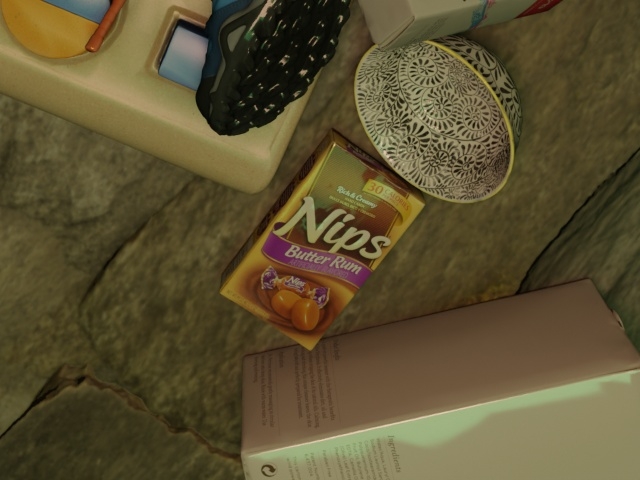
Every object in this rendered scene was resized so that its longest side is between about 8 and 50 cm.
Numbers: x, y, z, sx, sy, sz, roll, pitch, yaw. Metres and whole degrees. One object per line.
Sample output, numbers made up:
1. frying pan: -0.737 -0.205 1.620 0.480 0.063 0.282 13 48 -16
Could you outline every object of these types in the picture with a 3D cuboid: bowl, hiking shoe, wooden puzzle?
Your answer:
1. bowl: 0.120 -0.124 1.142 0.080 0.170 0.170 -42 115 -34
2. hiking shoe: -0.044 -0.231 1.029 0.113 0.132 0.304 -11 133 -44
3. wooden puzzle: -0.130 -0.235 1.099 0.322 0.080 0.348 22 109 -11

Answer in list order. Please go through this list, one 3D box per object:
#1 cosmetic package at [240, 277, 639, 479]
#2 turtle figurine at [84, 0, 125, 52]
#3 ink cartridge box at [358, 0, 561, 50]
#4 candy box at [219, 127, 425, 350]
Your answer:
1. cosmetic package: 0.116 0.174 1.214 0.365 0.197 0.155 -11 112 3
2. turtle figurine: -0.199 -0.297 0.992 0.217 0.087 0.270 23 104 -10
3. ink cartridge box: 0.114 -0.242 1.053 0.175 0.072 0.127 -18 84 -24
4. candy box: 0.000 0.000 1.215 0.109 0.053 0.187 33 105 -14
